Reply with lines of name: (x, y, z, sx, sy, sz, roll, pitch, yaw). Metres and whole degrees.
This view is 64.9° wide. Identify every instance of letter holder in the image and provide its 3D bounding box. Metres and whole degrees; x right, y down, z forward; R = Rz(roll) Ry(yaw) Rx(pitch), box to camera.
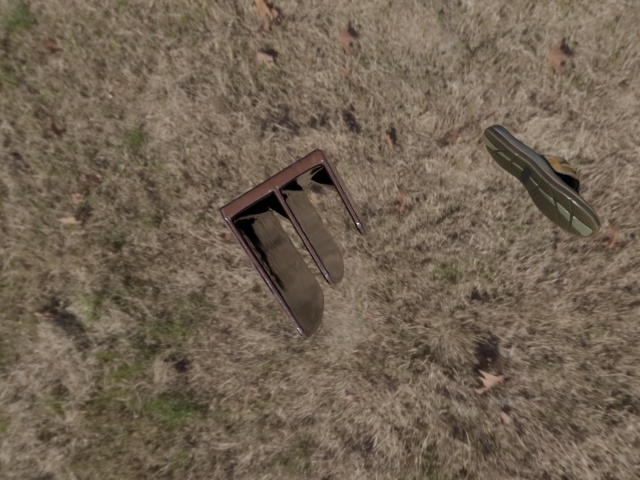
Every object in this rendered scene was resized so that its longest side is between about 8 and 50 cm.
letter holder: (0.000, 0.000, 0.771, 0.152, 0.302, 0.214, -30, 93, 7)

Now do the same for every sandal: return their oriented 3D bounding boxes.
sandal: (0.333, -0.097, 0.744, 0.060, 0.090, 0.219, -38, 72, -4)
